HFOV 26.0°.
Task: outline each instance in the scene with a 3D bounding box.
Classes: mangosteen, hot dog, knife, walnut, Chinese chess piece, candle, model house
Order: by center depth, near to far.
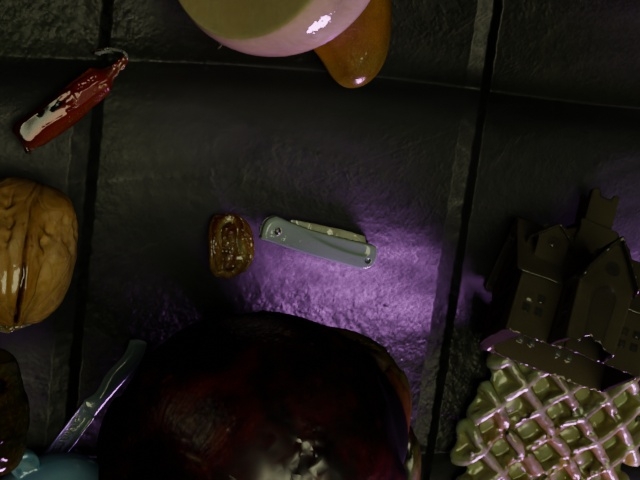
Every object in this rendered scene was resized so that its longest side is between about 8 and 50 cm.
[{"bbox_3d":[-0.050,-0.335,1.512,0.102,0.273,0.273,1,107,-55],"label":"Chinese chess piece"},{"bbox_3d":[-0.345,0.016,1.550,0.144,0.144,0.180,13,59,-23],"label":"walnut"},{"bbox_3d":[-0.286,-0.164,1.591,0.162,0.048,0.053,-39,149,-7],"label":"candle"},{"bbox_3d":[-0.072,0.260,1.617,0.381,0.421,0.381,2,100,10],"label":"mangosteen"},{"bbox_3d":[-0.111,0.008,1.703,0.058,0.035,0.083,-6,106,-15],"label":"hot dog"},{"bbox_3d":[-0.283,0.205,1.705,0.028,0.015,0.210,38,91,-31],"label":"knife"},{"bbox_3d":[0.000,0.000,1.750,0.162,0.023,0.044,17,100,-24],"label":"knife"},{"bbox_3d":[0.347,0.043,1.805,0.211,0.204,0.243,21,72,-8],"label":"model house"}]

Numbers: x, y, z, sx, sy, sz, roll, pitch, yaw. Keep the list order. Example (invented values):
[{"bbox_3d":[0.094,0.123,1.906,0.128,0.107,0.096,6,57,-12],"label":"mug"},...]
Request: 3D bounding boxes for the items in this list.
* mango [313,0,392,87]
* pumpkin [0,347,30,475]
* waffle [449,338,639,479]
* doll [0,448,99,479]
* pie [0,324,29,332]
[{"bbox_3d":[0.020,-0.288,1.640,0.136,0.099,0.227,-33,122,-14],"label":"mango"},{"bbox_3d":[-0.473,0.180,1.510,0.317,0.222,0.139,9,95,-20],"label":"pumpkin"},{"bbox_3d":[0.329,0.273,1.933,0.309,0.056,0.292,14,100,-22],"label":"waffle"},{"bbox_3d":[-0.303,0.376,1.677,0.177,0.141,0.314,-28,118,-12],"label":"doll"},{"bbox_3d":[-0.369,0.068,1.631,0.084,0.020,0.084,-6,106,-20],"label":"pie"}]
